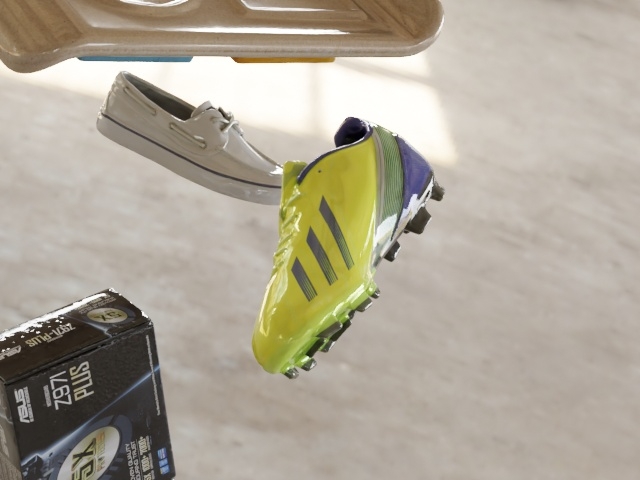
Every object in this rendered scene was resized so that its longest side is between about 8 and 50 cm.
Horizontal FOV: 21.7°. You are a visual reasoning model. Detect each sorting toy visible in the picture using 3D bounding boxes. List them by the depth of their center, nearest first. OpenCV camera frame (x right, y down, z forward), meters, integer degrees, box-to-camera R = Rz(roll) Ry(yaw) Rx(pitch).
[{"bbox_3d":[-0.077,-0.128,0.737,0.208,0.038,0.193,-9,42,-35],"label":"sorting toy"}]

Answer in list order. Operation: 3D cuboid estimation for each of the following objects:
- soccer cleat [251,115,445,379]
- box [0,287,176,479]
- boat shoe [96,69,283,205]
[{"bbox_3d":[0.000,0.000,1.305,0.121,0.093,0.289,40,40,-3],"label":"soccer cleat"},{"bbox_3d":[-0.218,0.155,1.485,0.147,0.180,0.077,-22,33,-29],"label":"box"},{"bbox_3d":[-0.140,-0.125,2.006,0.267,0.088,0.096,26,20,17],"label":"boat shoe"}]
